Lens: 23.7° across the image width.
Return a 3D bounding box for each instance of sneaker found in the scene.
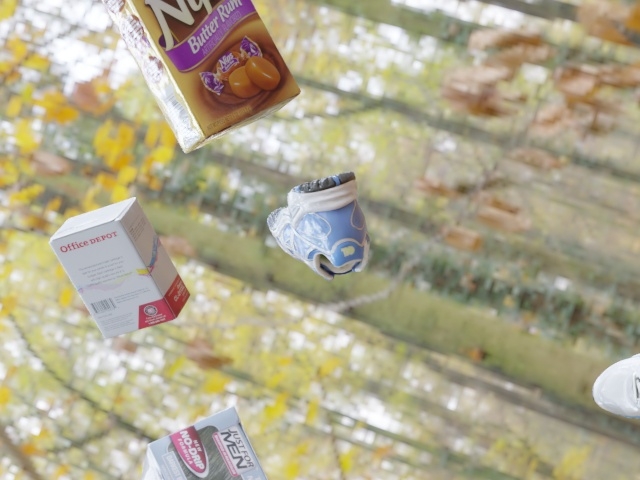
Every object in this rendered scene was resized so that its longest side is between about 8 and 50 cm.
[{"bbox_3d":[0.363,0.149,1.592,0.083,0.191,0.071,2,-101,-53],"label":"sneaker"},{"bbox_3d":[0.000,0.000,1.414,0.211,0.080,0.081,107,146,-80],"label":"sneaker"}]

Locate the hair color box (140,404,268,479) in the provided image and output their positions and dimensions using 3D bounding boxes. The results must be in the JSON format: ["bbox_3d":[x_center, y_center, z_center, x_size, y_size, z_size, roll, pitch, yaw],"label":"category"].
[{"bbox_3d":[-0.132,0.351,1.827,0.114,0.185,0.374,-23,-18,-19],"label":"hair color box"}]

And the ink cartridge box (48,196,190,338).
[{"bbox_3d":[-0.286,0.040,2.188,0.175,0.127,0.072,64,-153,-21],"label":"ink cartridge box"}]

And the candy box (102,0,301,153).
[{"bbox_3d":[-0.111,-0.182,1.321,0.109,0.186,0.053,-29,-1,-32],"label":"candy box"}]
